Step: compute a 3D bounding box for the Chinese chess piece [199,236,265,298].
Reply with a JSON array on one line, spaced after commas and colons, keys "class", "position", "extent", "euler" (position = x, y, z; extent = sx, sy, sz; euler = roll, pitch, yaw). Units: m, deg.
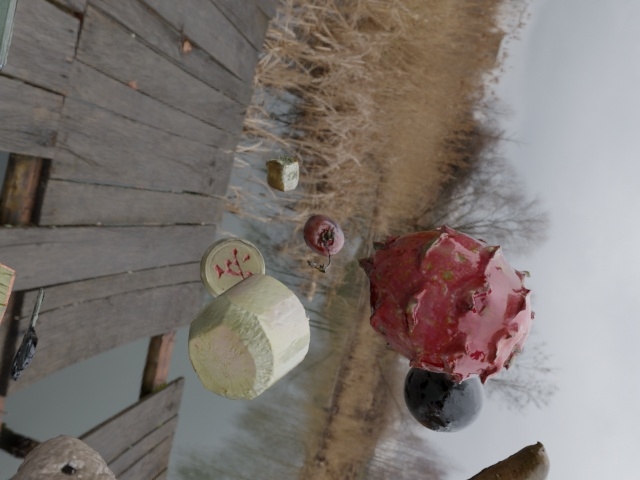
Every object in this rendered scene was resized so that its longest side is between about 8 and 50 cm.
[{"class": "Chinese chess piece", "position": [-0.335, 0.112, 1.945], "extent": [0.103, 0.249, 0.250], "euler": [-15, -123, 64]}]

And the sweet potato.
[{"class": "sweet potato", "position": [0.217, 0.428, 0.785], "extent": [0.341, 0.092, 0.114], "euler": [-27, 166, -26]}]

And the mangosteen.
[{"class": "mangosteen", "position": [0.333, 0.384, 1.375], "extent": [0.250, 0.211, 0.212], "euler": [-64, 164, -50]}]

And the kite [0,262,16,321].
[{"class": "kite", "position": [-0.607, 0.126, 0.768], "extent": [0.377, 0.013, 0.328], "euler": [-47, 125, -66]}]

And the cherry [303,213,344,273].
[{"class": "cherry", "position": [0.000, 0.000, 1.179], "extent": [0.107, 0.090, 0.225], "euler": [55, 17, -9]}]

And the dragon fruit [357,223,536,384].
[{"class": "dragon fruit", "position": [0.159, 0.075, 0.714], "extent": [0.210, 0.268, 0.205], "euler": [9, 111, -54]}]

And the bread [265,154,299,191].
[{"class": "bread", "position": [-0.096, -0.178, 1.348], "extent": [0.076, 0.070, 0.083], "euler": [-27, 131, -43]}]

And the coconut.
[{"class": "coconut", "position": [-0.146, 0.206, 1.126], "extent": [0.244, 0.239, 0.239], "euler": [-34, 138, -57]}]

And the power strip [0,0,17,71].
[{"class": "power strip", "position": [-0.645, -0.411, 0.933], "extent": [0.064, 0.198, 0.214], "euler": [79, 21, -86]}]

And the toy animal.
[{"class": "toy animal", "position": [-0.467, 0.522, 0.867], "extent": [0.188, 0.226, 0.359], "euler": [123, -11, -50]}]

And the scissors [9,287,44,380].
[{"class": "scissors", "position": [-0.739, 0.223, 1.310], "extent": [0.109, 0.022, 0.300], "euler": [-46, -145, 18]}]
